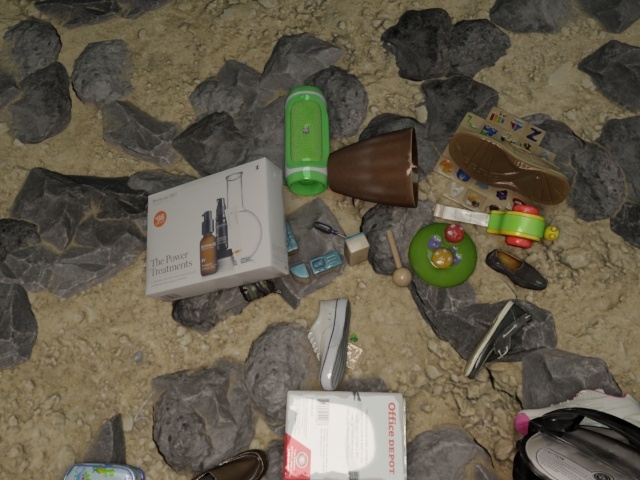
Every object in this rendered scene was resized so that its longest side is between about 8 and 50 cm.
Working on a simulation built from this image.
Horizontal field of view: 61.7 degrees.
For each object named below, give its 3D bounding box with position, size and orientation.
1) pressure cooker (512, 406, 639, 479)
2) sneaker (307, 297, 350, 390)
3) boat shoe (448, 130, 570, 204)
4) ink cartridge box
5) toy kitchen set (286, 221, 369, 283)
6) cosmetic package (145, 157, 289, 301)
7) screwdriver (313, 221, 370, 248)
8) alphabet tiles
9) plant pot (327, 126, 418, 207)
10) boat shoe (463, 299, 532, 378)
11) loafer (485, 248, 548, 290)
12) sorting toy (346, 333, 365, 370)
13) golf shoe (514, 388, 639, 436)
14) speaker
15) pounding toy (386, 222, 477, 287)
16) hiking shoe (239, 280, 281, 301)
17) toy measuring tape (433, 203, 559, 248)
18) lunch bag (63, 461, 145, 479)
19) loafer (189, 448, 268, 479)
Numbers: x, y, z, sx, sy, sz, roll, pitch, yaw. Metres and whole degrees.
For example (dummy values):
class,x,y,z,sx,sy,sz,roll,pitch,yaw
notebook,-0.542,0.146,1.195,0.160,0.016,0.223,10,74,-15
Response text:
class,x,y,z,sx,sy,sz,roll,pitch,yaw
pressure cooker,0.549,0.542,1.025,0.370,0.375,0.420,4,97,24
sneaker,0.016,0.253,1.319,0.091,0.094,0.258,-4,40,16
boat shoe,0.518,-0.208,1.484,0.341,0.121,0.110,29,36,8
ink cartridge box,0.057,0.458,1.249,0.273,0.114,0.196,1,69,3
toy kitchen set,0.000,0.000,1.412,0.207,0.122,0.166,-21,71,-7
cosmetic package,-0.271,-0.021,1.365,0.377,0.097,0.284,-14,66,23
screwdriver,0.061,-0.014,1.474,0.170,0.024,0.025,21,43,2
alphabet tiles,0.503,-0.224,1.544,0.285,0.011,0.342,30,73,11
plant pot,0.141,-0.191,1.450,0.231,0.215,0.215,-1,70,14
boat shoe,0.439,0.256,1.332,0.079,0.084,0.233,38,72,14
loafer,0.519,0.077,1.406,0.170,0.061,0.062,26,72,9
sorting toy,0.082,0.281,1.367,0.062,0.012,0.083,25,76,15
golf shoe,0.615,0.420,1.272,0.306,0.115,0.140,4,45,6
speaker,-0.039,-0.282,1.515,0.131,0.131,0.296,-2,70,0
pounding toy,0.302,0.026,1.404,0.237,0.110,0.182,-5,70,-1
hiking shoe,-0.174,0.048,1.430,0.114,0.086,0.226,-10,76,-16
toy measuring tape,0.471,-0.051,1.419,0.330,0.121,0.121,13,71,4
lunch bag,-0.498,0.622,1.213,0.176,0.090,0.218,2,70,3
loafer,-0.223,0.557,1.237,0.220,0.078,0.080,-26,72,-8
